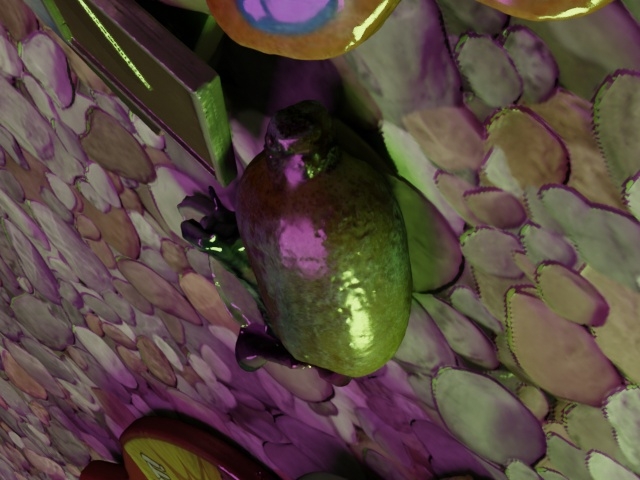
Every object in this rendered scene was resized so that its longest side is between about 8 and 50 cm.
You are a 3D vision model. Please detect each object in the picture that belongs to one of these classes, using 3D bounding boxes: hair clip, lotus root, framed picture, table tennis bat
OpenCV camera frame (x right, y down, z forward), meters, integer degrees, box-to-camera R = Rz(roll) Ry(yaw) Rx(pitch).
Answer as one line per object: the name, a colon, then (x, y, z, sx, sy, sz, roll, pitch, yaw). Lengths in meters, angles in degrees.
hair clip: (-0.037, 0.036, 0.887, 0.146, 0.056, 0.187, 16, 149, 41)
lotus root: (0.000, 0.000, 0.742, 0.113, 0.088, 0.192, 33, 150, 35)
framed picture: (-0.108, -0.104, 0.702, 0.150, 0.015, 0.203, 42, 172, 7)
table tennis bat: (-0.131, 0.283, 1.333, 0.415, 0.051, 0.268, 0, 128, 50)

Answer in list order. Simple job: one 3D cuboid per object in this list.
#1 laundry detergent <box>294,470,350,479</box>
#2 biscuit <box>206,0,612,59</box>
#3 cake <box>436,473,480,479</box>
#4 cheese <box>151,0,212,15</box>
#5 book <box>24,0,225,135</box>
laundry detergent: (0.023, 0.314, 1.102, 0.215, 0.105, 0.280, 33, 152, 6)
biscuit: (-0.011, -0.218, 0.420, 0.205, 0.049, 0.324, -8, 108, 27)
cake: (0.147, 0.256, 0.934, 0.225, 0.090, 0.109, 32, 152, -16)
cheese: (-0.065, -0.205, 0.556, 0.175, 0.091, 0.202, 23, 143, 37)
book: (-0.173, -0.205, 0.764, 0.289, 0.026, 0.201, 44, 154, 2)
